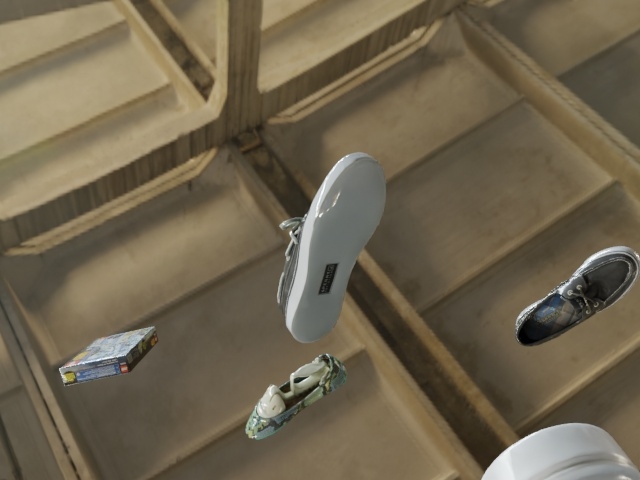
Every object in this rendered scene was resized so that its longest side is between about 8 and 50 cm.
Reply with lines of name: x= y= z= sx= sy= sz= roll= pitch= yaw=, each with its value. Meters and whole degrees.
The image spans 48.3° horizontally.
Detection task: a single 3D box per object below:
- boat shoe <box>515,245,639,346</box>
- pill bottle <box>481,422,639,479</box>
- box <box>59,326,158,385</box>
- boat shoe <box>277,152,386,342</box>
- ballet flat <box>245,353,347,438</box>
boat shoe: x=0.393 y=0.094 z=1.107 sx=0.080 sy=0.228 sz=0.076 roll=54 pitch=-149 yaw=4
pill bottle: x=0.161 y=0.198 z=0.336 sx=0.124 sy=0.124 sz=0.221 roll=-3 pitch=-148 yaw=-12
box: x=-0.293 y=0.160 z=1.002 sx=0.094 sy=0.027 sz=0.137 roll=-12 pitch=-172 yaw=5
boat shoe: x=0.004 y=0.000 z=1.035 sx=0.113 sy=0.306 sz=0.105 roll=-7 pitch=-143 yaw=-29
ballet flat: x=-0.047 y=0.240 z=1.131 sx=0.188 sy=0.070 sz=0.070 roll=-34 pitch=-118 yaw=-9
